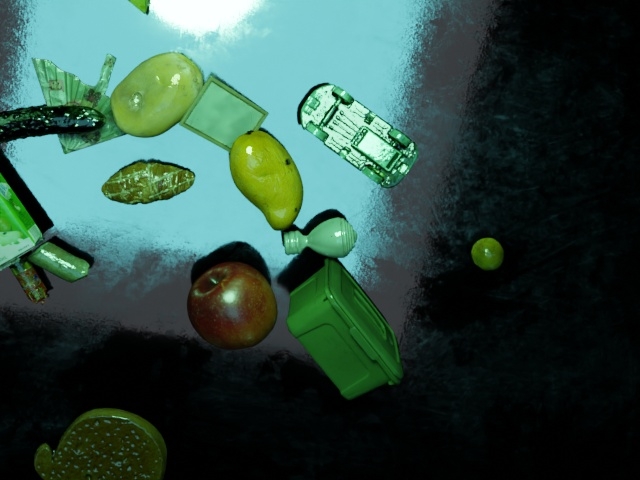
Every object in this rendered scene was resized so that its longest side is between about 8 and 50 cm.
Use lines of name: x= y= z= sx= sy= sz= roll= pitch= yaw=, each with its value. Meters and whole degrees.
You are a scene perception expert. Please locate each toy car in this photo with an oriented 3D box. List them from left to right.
toy car: x=0.096 y=-0.257 z=1.738 sx=0.306 sy=0.125 sz=0.136 roll=37 pitch=97 yaw=7

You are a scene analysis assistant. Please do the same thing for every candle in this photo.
candle: x=-0.729 y=0.106 z=1.761 sx=0.052 sy=0.052 sz=0.131 roll=-23 pitch=106 yaw=-1

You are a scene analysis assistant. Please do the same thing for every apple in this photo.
apple: x=-0.221 y=0.164 z=1.765 sx=0.218 sy=0.218 sz=0.201 roll=-24 pitch=114 yaw=-1

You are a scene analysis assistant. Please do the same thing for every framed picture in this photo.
framed picture: x=-0.229 y=-0.294 z=1.685 sx=0.201 sy=0.010 sz=0.136 roll=26 pitch=103 yaw=-47

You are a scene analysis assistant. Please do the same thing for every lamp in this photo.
lamp: x=0.000 y=0.000 z=1.812 sx=0.193 sy=0.106 sz=0.106 roll=-8 pitch=107 yaw=2

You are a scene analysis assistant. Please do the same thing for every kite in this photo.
kite: x=-0.560 y=-0.324 z=1.685 sx=0.323 sy=0.013 sz=0.268 roll=30 pitch=100 yaw=-15

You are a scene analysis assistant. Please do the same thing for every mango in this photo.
mango: x=-0.132 y=-0.152 z=1.746 sx=0.157 sy=0.109 sz=0.262 roll=-28 pitch=112 yaw=-10

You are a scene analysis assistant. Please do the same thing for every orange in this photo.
orange: x=0.453 y=0.040 z=1.892 sx=0.085 sy=0.085 sz=0.095 roll=-27 pitch=117 yaw=0

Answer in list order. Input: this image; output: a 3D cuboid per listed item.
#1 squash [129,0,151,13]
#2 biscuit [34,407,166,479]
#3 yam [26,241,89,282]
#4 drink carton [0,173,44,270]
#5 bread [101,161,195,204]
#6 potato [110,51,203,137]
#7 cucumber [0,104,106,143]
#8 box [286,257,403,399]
squash: x=-0.389 y=-0.666 z=1.571 sx=0.169 sy=0.093 sz=0.252 roll=39 pitch=97 yaw=-14
biscuit: x=-0.607 y=0.636 z=1.917 sx=0.350 sy=0.070 sz=0.394 roll=27 pitch=100 yaw=-12
yam: x=-0.653 y=0.056 z=1.751 sx=0.146 sy=0.070 sz=0.070 roll=31 pitch=99 yaw=-16
drink carton: x=-0.809 y=-0.063 z=1.674 sx=0.161 sy=0.108 sz=0.271 roll=-30 pitch=106 yaw=-2
bread: x=-0.426 y=-0.140 z=1.724 sx=0.233 sy=0.076 sz=0.105 roll=-8 pitch=108 yaw=-7
potato: x=-0.380 y=-0.335 z=1.641 sx=0.234 sy=0.150 sz=0.146 roll=-36 pitch=147 yaw=8
cucumber: x=-0.659 y=-0.276 z=1.646 sx=0.303 sy=0.072 sz=0.081 roll=-11 pitch=105 yaw=-2
box: x=0.059 y=0.237 z=1.812 sx=0.177 sy=0.253 sz=0.329 roll=-36 pitch=106 yaw=12
